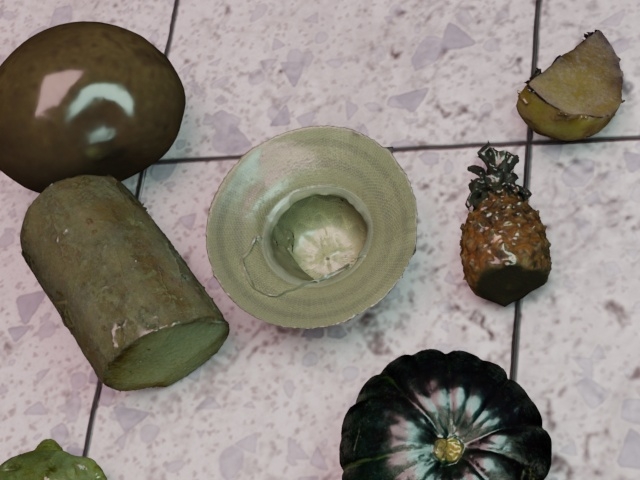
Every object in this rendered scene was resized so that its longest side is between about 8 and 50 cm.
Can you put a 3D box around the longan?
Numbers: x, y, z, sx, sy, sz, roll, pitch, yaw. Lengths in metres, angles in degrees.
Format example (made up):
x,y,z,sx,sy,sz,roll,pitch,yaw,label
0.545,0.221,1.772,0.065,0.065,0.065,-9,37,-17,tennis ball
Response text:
x,y,z,sx,sy,sz,roll,pitch,yaw,label
-0.299,-0.159,1.806,0.246,0.215,0.246,-30,30,19,longan

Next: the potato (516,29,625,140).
x,y,z,sx,sy,sz,roll,pitch,yaw,label
0.295,-0.161,1.693,0.100,0.089,0.172,38,46,12,potato

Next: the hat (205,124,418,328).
x,y,z,sx,sy,sz,roll,pitch,yaw,label
0.000,0.000,1.677,0.252,0.110,0.252,-4,66,9,hat

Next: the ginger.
x,y,z,sx,sy,sz,roll,pitch,yaw,label
-0.375,0.329,1.647,0.290,0.089,0.137,-35,39,-7,ginger

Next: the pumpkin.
x,y,z,sx,sy,sz,roll,pitch,yaw,label
0.125,0.219,1.475,0.220,0.162,0.221,0,77,0,pumpkin

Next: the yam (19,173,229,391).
x,y,z,sx,sy,sz,roll,pitch,yaw,label
-0.233,0.056,1.702,0.161,0.161,0.268,-37,58,-3,yam

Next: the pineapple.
x,y,z,sx,sy,sz,roll,pitch,yaw,label
0.200,-0.028,1.629,0.108,0.108,0.198,-12,54,13,pineapple
